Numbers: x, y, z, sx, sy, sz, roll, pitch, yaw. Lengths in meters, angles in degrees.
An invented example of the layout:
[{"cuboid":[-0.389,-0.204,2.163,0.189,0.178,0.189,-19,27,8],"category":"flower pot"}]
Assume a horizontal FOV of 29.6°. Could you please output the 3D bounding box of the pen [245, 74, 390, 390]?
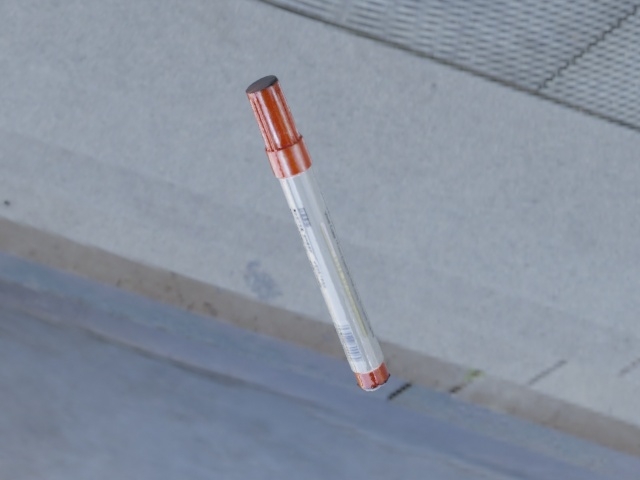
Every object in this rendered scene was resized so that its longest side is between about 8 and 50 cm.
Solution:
[{"cuboid":[0.000,0.000,0.834,0.028,0.028,0.239,-11,114,22],"category":"pen"}]
